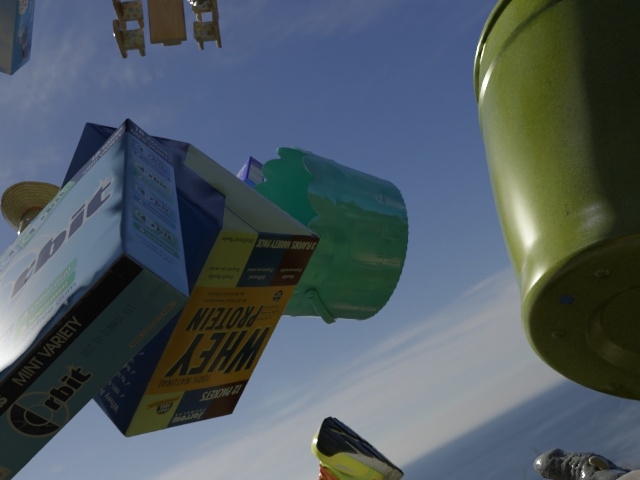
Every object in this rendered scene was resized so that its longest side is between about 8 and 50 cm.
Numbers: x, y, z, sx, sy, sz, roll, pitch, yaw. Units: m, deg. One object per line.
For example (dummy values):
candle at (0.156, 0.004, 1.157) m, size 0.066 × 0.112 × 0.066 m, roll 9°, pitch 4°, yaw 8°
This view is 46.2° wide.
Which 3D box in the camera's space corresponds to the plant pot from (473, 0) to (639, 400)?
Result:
plant pot at (0.317, -0.053, 0.716) m, size 0.367 × 0.353 × 0.366 m, roll 10°, pitch -39°, yaw 8°

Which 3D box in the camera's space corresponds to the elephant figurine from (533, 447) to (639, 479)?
elephant figurine at (0.342, 0.294, 0.785) m, size 0.239 × 0.169 × 0.186 m, roll -22°, pitch -15°, yaw 26°

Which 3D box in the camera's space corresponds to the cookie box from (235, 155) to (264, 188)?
cookie box at (-0.144, -0.095, 1.409) m, size 0.092 × 0.040 × 0.107 m, roll -52°, pitch 17°, yaw 24°

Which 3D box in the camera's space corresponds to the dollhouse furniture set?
dollhouse furniture set at (-0.327, -0.527, 1.562) m, size 0.212 × 0.242 × 0.161 m, roll -7°, pitch -22°, yaw -5°

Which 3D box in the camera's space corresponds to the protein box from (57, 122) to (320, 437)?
protein box at (-0.148, 0.031, 0.697) m, size 0.136 × 0.200 × 0.201 m, roll 4°, pitch -63°, yaw -55°

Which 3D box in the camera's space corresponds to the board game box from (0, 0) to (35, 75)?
board game box at (-0.272, -0.236, 0.509) m, size 0.160 × 0.039 × 0.211 m, roll 18°, pitch -53°, yaw -6°

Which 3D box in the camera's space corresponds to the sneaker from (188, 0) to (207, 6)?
sneaker at (-0.178, -0.406, 1.040) m, size 0.071 × 0.188 × 0.066 m, roll -21°, pitch -24°, yaw -15°

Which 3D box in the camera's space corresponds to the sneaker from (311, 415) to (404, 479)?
sneaker at (0.031, 0.265, 0.829) m, size 0.094 × 0.081 × 0.208 m, roll -49°, pitch -34°, yaw -9°

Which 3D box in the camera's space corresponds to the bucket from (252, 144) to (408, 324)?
bucket at (0.000, 0.000, 1.202) m, size 0.183 × 0.281 × 0.281 m, roll 13°, pitch -37°, yaw -25°

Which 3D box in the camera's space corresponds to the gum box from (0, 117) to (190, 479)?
gum box at (-0.142, 0.028, 0.410) m, size 0.157 × 0.184 × 0.041 m, roll -45°, pitch -61°, yaw 10°

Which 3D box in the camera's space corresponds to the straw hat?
straw hat at (-0.385, -0.011, 1.037) m, size 0.145 × 0.061 × 0.144 m, roll 3°, pitch -40°, yaw 2°
